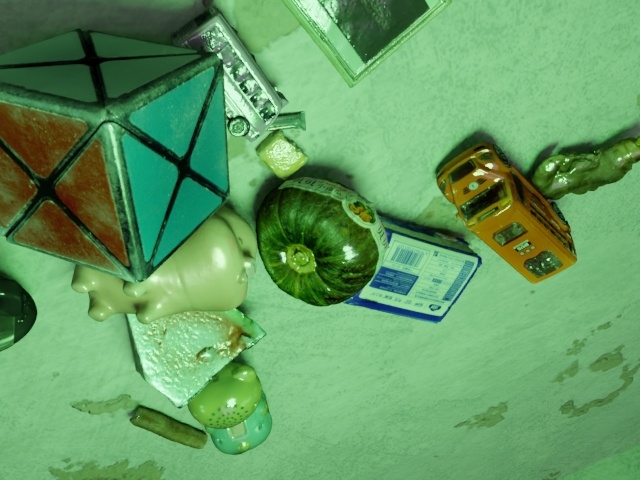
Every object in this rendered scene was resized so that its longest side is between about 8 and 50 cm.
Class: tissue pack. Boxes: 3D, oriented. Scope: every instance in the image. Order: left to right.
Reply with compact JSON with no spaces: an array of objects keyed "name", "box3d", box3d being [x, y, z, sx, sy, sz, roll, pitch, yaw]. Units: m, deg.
[{"name":"tissue pack","box3d":[0.189,0.061,1.211,0.269,0.137,0.209,14,121,-23]}]

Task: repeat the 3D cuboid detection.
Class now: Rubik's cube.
[{"name":"Rubik's cube","box3d":[-0.295,-0.133,0.766,0.254,0.260,0.259,16,131,14]}]

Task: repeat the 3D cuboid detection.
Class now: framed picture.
[{"name":"framed picture","box3d":[0.058,-0.419,0.868,0.231,0.018,0.293,-39,128,13]}]

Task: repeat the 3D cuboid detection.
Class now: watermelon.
[{"name":"watermelon","box3d":[-0.290,0.225,1.119,0.319,0.214,0.290,-21,134,15]}]

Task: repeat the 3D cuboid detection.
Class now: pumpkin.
[{"name":"pumpkin","box3d":[0.002,-0.001,1.060,0.260,0.189,0.261,11,119,22]}]

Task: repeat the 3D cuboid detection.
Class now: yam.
[{"name":"yam","box3d":[-0.387,0.485,1.399,0.056,0.057,0.241,-39,131,13]}]

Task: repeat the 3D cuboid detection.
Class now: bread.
[{"name":"bread","box3d":[-0.074,-0.159,1.015,0.070,0.035,0.083,-43,121,15]}]

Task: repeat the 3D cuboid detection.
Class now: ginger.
[{"name":"ginger","box3d":[0.564,-0.150,1.205,0.332,0.080,0.166,-16,139,4]}]

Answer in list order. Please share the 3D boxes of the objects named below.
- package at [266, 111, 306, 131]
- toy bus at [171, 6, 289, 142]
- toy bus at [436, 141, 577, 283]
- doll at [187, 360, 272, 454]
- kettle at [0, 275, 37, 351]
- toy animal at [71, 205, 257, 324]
[{"name":"package","box3d":[-0.079,-0.211,0.979,0.110,0.015,0.037,-8,98,-12]},{"name":"toy bus","box3d":[-0.145,-0.263,0.872,0.108,0.096,0.199,-36,126,5]},{"name":"toy bus","box3d":[0.391,-0.052,1.134,0.329,0.153,0.143,36,127,-27]},{"name":"doll","box3d":[-0.219,0.401,1.317,0.176,0.162,0.261,-15,132,-5]},{"name":"kettle","box3d":[-0.644,0.116,0.943,0.271,0.207,0.251,2,123,-31]},{"name":"toy animal","box3d":[-0.273,0.041,0.994,0.326,0.269,0.237,5,131,18]}]
